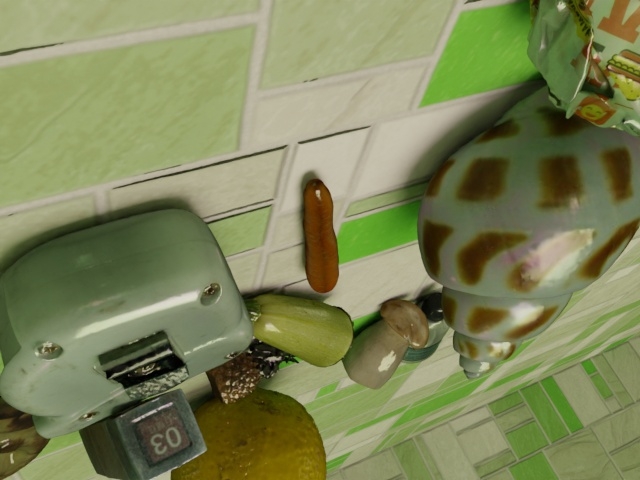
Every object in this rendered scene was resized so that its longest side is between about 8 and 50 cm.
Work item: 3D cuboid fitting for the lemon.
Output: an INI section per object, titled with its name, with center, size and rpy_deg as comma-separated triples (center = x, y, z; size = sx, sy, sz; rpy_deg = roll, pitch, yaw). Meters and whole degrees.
[lemon]
center = -0.119, 0.392, 1.160
size = 0.258, 0.309, 0.258
rpy_deg = 7, 175, 1

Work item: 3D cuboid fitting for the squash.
[squash]
center = -0.051, 0.113, 0.933
size = 0.094, 0.094, 0.224
rpy_deg = -37, 148, 21

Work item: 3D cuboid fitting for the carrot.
[carrot]
center = 0.000, 0.000, 0.797
size = 0.043, 0.043, 0.247
rpy_deg = -23, 154, -10

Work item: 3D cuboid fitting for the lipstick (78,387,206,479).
[lipstick]
center = -0.235, 0.246, 0.870
size = 0.080, 0.076, 0.371
rpy_deg = -23, 175, -28

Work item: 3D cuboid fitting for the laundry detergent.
[laundry detergent]
center = 0.191, 0.155, 1.265
size = 0.099, 0.070, 0.225
rpy_deg = -16, 155, -12

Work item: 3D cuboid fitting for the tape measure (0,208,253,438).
[tape measure]
center = -0.194, 0.089, 0.673
size = 0.243, 0.125, 0.246
rpy_deg = -24, 156, -8

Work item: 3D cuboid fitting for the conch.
[conch]
center = 0.236, -0.010, 0.793
size = 0.250, 0.197, 0.367
rpy_deg = 5, 135, -10

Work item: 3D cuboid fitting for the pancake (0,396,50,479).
[pancake]
center = -0.458, 0.260, 0.839
size = 0.295, 0.049, 0.294
rpy_deg = -22, 159, -9

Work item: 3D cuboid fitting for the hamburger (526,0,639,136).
[hamburger]
center = 0.293, -0.170, 0.583
size = 0.214, 0.125, 0.235
rpy_deg = -33, 117, 18

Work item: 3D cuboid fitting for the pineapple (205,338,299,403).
[pineapple]
center = -0.090, 0.182, 1.043
size = 0.160, 0.074, 0.074
rpy_deg = -26, 157, -21

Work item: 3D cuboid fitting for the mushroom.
[mushroom]
center = 0.106, 0.186, 1.210
size = 0.088, 0.096, 0.212
rpy_deg = 6, 140, -35
